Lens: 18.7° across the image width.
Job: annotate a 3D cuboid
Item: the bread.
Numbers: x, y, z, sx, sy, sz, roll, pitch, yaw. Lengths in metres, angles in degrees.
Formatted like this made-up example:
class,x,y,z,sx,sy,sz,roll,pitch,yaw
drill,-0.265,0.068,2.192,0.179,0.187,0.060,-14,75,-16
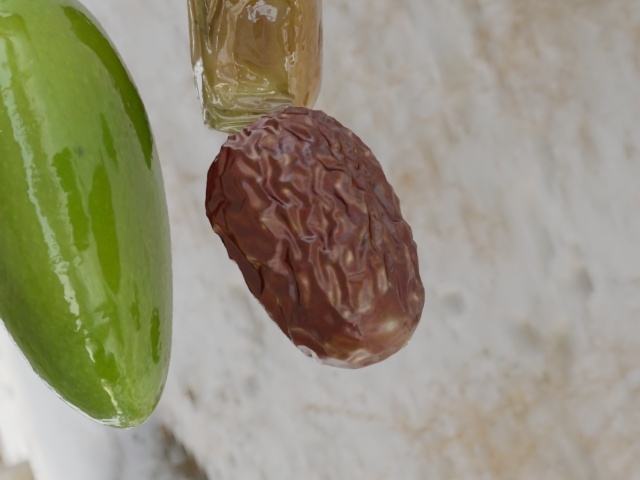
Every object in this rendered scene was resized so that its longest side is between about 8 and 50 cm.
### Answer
class,x,y,z,sx,sy,sz,roll,pitch,yaw
bread,-0.052,-0.207,1.510,0.136,0.107,0.241,-103,10,-67

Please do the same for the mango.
class,x,y,z,sx,sy,sz,roll,pitch,yaw
mango,-0.189,-0.025,1.421,0.192,0.156,0.343,-23,-82,-85

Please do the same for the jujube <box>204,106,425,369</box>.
class,x,y,z,sx,sy,sz,roll,pitch,yaw
jujube,0.000,0.000,1.251,0.112,0.109,0.176,-43,70,34
